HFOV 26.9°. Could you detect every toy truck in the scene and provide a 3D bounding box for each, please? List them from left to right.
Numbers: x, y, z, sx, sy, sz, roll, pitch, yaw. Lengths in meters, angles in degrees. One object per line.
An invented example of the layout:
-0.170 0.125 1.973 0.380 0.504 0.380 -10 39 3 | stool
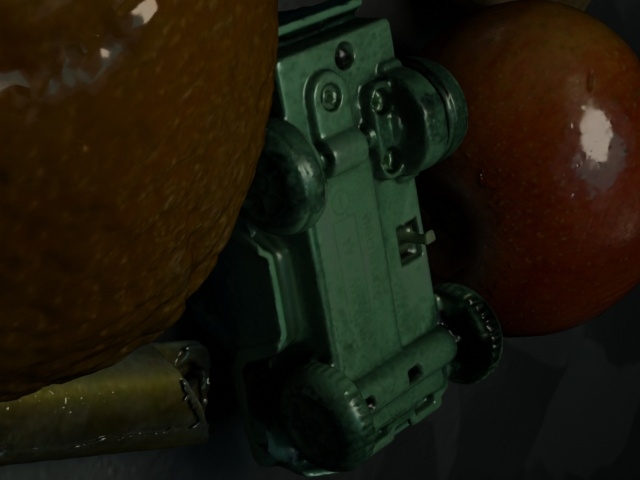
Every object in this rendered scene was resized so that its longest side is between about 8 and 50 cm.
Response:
0.000 0.000 0.815 0.155 0.156 0.279 -28 116 -40 | toy truck

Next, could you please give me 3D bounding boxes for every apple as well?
0.129 -0.041 0.904 0.173 0.210 0.235 -34 121 -28 | apple

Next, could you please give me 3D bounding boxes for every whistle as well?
-0.182 0.090 0.714 0.326 0.057 0.068 2 95 -46 | whistle

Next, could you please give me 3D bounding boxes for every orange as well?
-0.170 -0.096 0.509 0.322 0.322 0.357 -48 133 -29 | orange

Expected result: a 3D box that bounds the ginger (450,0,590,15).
0.126 -0.257 0.922 0.152 0.138 0.267 -56 145 -42 | ginger
